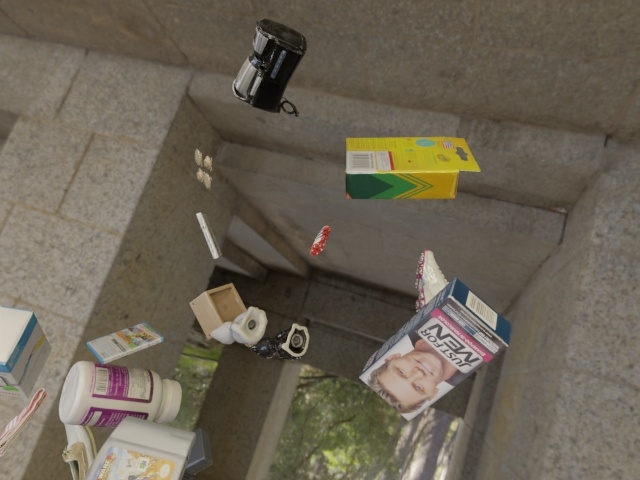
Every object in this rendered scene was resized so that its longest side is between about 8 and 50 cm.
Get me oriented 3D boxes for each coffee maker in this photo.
[{"bbox_3d":[-0.101,-0.405,1.148,0.171,0.120,0.178,0,143,-36],"label":"coffee maker"}]

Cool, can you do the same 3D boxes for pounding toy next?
[{"bbox_3d":[-0.278,0.249,1.521,0.094,0.206,0.181,-35,170,29],"label":"pounding toy"}]

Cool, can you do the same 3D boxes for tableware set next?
[{"bbox_3d":[-0.494,-0.302,2.060,0.020,0.141,0.168,-13,-149,-35],"label":"tableware set"}]

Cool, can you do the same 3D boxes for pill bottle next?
[{"bbox_3d":[-0.566,0.451,1.406,0.301,0.169,0.169,22,168,-36],"label":"pill bottle"}]

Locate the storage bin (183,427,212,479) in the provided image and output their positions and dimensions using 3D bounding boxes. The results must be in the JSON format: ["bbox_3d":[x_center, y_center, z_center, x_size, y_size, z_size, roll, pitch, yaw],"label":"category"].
[{"bbox_3d":[-0.399,0.660,1.531,0.098,0.091,0.135,61,-177,-45],"label":"storage bin"}]

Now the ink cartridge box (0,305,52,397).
[{"bbox_3d":[-1.060,0.368,1.619,0.198,0.197,0.270,10,140,-5],"label":"ink cartridge box"}]

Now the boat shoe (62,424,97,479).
[{"bbox_3d":[-0.934,0.818,1.884,0.113,0.302,0.103,-34,169,40],"label":"boat shoe"}]

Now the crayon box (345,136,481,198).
[{"bbox_3d":[0.221,-0.187,1.236,0.318,0.202,0.081,0,125,4],"label":"crayon box"}]

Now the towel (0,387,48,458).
[{"bbox_3d":[-0.612,0.382,0.940,0.029,0.144,0.197,40,118,-16],"label":"towel"}]

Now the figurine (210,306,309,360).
[{"bbox_3d":[-0.173,0.264,1.315,0.214,0.092,0.209,26,149,-24],"label":"figurine"}]

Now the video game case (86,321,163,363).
[{"bbox_3d":[-0.533,0.277,1.334,0.166,0.015,0.119,-18,-154,-40],"label":"video game case"}]

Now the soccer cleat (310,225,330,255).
[{"bbox_3d":[0.000,0.000,1.231,0.029,0.083,0.035,26,-173,-14],"label":"soccer cleat"}]

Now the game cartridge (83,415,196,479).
[{"bbox_3d":[-0.417,0.546,1.069,0.198,0.297,0.062,17,139,-4],"label":"game cartridge"}]

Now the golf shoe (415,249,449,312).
[{"bbox_3d":[0.430,0.170,1.831,0.140,0.306,0.115,7,142,1],"label":"golf shoe"}]

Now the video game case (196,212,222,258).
[{"bbox_3d":[-0.341,-0.015,1.505,0.019,0.143,0.157,-21,-177,-7],"label":"video game case"}]

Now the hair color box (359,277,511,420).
[{"bbox_3d":[0.270,0.271,1.183,0.174,0.347,0.105,41,-148,4],"label":"hair color box"}]
